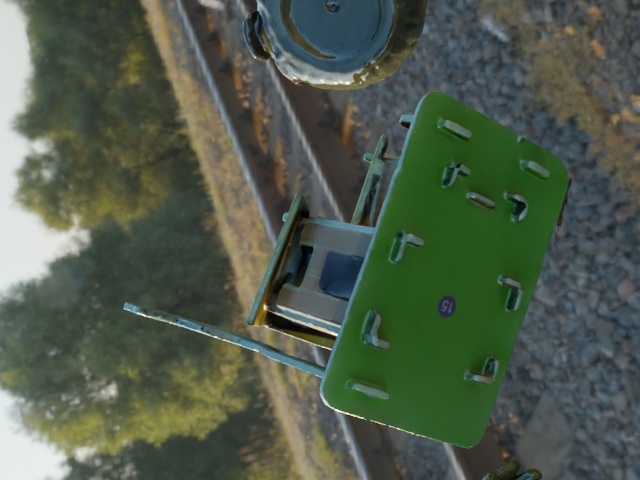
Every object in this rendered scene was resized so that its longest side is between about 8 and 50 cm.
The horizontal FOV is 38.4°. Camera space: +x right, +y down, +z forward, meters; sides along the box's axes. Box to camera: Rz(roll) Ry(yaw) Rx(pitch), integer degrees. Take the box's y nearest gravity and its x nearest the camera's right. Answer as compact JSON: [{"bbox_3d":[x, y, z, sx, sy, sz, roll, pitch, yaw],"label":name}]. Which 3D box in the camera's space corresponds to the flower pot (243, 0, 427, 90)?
[{"bbox_3d":[0.026,-0.394,1.530,0.213,0.302,0.301,-51,-46,-65],"label":"flower pot"}]

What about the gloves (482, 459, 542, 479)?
[{"bbox_3d":[0.271,0.454,1.407,0.107,0.268,0.135,-11,125,41],"label":"gloves"}]

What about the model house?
[{"bbox_3d":[0.000,0.000,0.945,0.324,0.340,0.300,10,80,59],"label":"model house"}]
